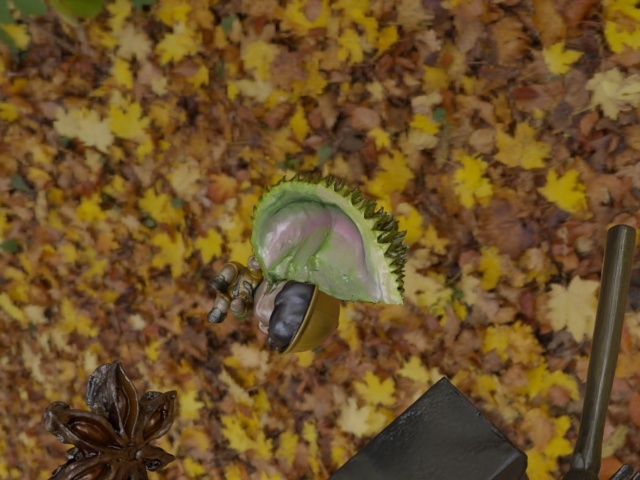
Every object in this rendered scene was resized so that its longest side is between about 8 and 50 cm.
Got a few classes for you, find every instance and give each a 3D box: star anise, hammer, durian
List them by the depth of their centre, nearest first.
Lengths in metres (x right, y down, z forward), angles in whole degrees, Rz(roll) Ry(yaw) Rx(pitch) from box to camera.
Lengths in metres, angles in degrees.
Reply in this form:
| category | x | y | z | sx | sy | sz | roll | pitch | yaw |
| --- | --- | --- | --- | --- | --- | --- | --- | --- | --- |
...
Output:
| category | x | y | z | sx | sy | sz | roll | pitch | yaw |
| --- | --- | --- | --- | --- | --- | --- | --- | --- | --- |
| hammer | 0.390 | 0.170 | 1.227 | 0.168 | 0.044 | 0.440 | -22 | 43 | 52 |
| star anise | -0.304 | 0.278 | 1.232 | 0.099 | 0.220 | 0.214 | -25 | 58 | 35 |
| durian | 0.000 | 0.000 | 1.279 | 0.352 | 0.158 | 0.169 | 4 | 65 | 54 |

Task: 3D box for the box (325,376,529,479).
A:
| category | x | y | z | sx | sy | sz | roll | pitch | yaw |
| --- | --- | --- | --- | --- | --- | --- | --- | --- | --- |
| box | 0.218 | 0.497 | 1.734 | 0.251 | 0.345 | 0.204 | 43 | 168 | 46 |

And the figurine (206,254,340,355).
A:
| category | x | y | z | sx | sy | sz | roll | pitch | yaw |
| --- | --- | --- | --- | --- | --- | --- | --- | --- | --- |
| figurine | -0.084 | 0.117 | 1.722 | 0.257 | 0.167 | 0.192 | 23 | 101 | 19 |
